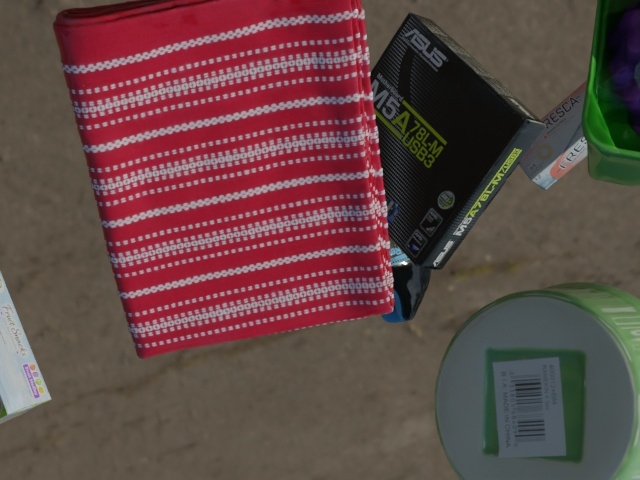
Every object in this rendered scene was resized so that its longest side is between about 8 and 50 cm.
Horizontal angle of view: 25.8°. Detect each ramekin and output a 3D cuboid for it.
[{"bbox_3d":[0.285,0.197,1.679,0.303,0.303,0.148,-37,157,25],"label":"ramekin"}]

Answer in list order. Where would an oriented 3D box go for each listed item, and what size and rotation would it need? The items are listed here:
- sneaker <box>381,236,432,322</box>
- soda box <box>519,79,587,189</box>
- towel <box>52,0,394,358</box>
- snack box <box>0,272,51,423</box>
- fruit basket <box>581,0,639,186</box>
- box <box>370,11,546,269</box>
[{"bbox_3d":[0.000,0.000,1.783,0.341,0.139,0.125,20,164,-20],"label":"sneaker"},{"bbox_3d":[0.338,-0.150,1.830,0.183,0.063,0.058,-42,152,15],"label":"soda box"},{"bbox_3d":[-0.056,-0.045,0.943,0.199,0.031,0.275,-10,122,-1],"label":"towel"},{"bbox_3d":[-0.420,0.139,1.605,0.207,0.174,0.070,-25,175,42],"label":"snack box"},{"bbox_3d":[0.446,-0.191,1.334,0.392,0.283,0.392,10,160,4],"label":"fruit basket"},{"bbox_3d":[0.105,-0.099,1.388,0.045,0.190,0.184,5,126,-47],"label":"box"}]
